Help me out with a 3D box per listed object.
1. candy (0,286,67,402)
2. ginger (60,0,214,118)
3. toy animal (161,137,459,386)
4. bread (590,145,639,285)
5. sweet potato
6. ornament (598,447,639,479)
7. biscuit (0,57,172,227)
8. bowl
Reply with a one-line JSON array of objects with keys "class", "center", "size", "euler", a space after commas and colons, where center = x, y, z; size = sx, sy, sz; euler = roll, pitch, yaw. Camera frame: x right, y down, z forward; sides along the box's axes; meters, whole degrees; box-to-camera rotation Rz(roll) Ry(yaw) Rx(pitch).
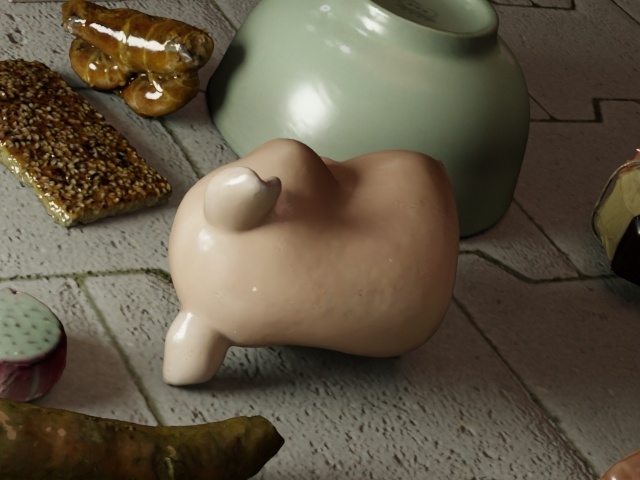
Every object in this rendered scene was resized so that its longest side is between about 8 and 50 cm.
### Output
[{"class": "candy", "center": [-0.239, 0.077, 1.093], "size": [0.103, 0.043, 0.103], "euler": [16, 33, -11]}, {"class": "ginger", "center": [-0.185, -0.180, 1.460], "size": [0.162, 0.103, 0.073], "euler": [19, 27, 12]}, {"class": "toy animal", "center": [-0.004, -0.001, 1.219], "size": [0.256, 0.195, 0.213], "euler": [5, 28, -20]}, {"class": "bread", "center": [0.403, -0.017, 1.535], "size": [0.224, 0.142, 0.212], "euler": [25, 35, 5]}, {"class": "sweet potato", "center": [-0.149, 0.150, 1.018], "size": [0.273, 0.075, 0.075], "euler": [7, 35, -27]}, {"class": "ornament", "center": [0.287, 0.255, 1.009], "size": [0.235, 0.221, 0.217], "euler": [-25, 46, -17]}, {"class": "biscuit", "center": [-0.251, -0.099, 1.362], "size": [0.131, 0.026, 0.237], "euler": [-14, 48, -46]}, {"class": "bowl", "center": [0.072, -0.179, 1.529], "size": [0.354, 0.185, 0.354], "euler": [16, 32, -10]}]
